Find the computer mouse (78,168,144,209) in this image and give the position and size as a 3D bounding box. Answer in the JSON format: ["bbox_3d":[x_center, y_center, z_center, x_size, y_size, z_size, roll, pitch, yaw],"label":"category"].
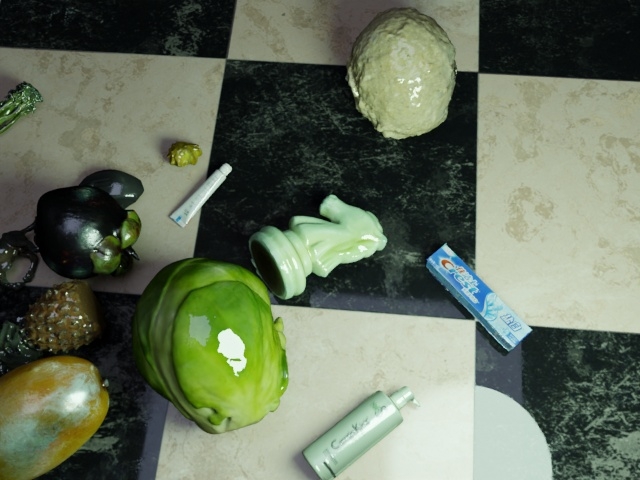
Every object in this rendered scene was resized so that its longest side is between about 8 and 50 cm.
[{"bbox_3d":[-0.518,-0.129,1.705,0.172,0.057,0.099,0,66,4],"label":"computer mouse"}]

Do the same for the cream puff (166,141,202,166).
[{"bbox_3d":[-0.338,-0.218,1.732,0.083,0.058,0.083,25,70,13],"label":"cream puff"}]

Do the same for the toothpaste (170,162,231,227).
[{"bbox_3d":[-0.287,-0.114,1.706,0.048,0.031,0.190,38,78,13],"label":"toothpaste"}]

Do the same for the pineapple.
[{"bbox_3d":[-0.654,0.228,1.537,0.364,0.165,0.165,-30,70,0],"label":"pineapple"}]

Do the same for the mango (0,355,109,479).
[{"bbox_3d":[-0.615,0.378,1.432,0.384,0.221,0.199,-25,31,-3],"label":"mango"}]

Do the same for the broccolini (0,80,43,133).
[{"bbox_3d":[-0.890,-0.276,1.782,0.392,0.079,0.074,-36,30,-10],"label":"broccolini"}]

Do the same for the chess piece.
[{"bbox_3d":[0.000,0.000,1.600,0.298,0.176,0.176,-26,69,-22],"label":"chess piece"}]

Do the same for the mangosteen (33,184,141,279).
[{"bbox_3d":[-0.525,-0.016,1.584,0.243,0.243,0.243,-1,69,2],"label":"mangosteen"}]

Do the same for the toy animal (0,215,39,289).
[{"bbox_3d":[-0.742,0.038,1.637,0.233,0.084,0.148,-44,72,-10],"label":"toy animal"}]

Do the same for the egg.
[{"bbox_3d":[0.198,-0.406,1.681,0.279,0.279,0.310,-2,81,2],"label":"egg"}]

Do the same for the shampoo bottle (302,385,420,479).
[{"bbox_3d":[0.087,0.395,1.461,0.262,0.085,0.085,-36,72,-12],"label":"shampoo bottle"}]

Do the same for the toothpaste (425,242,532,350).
[{"bbox_3d":[0.351,0.127,1.571,0.066,0.053,0.272,-39,72,-12],"label":"toothpaste"}]

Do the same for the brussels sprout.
[{"bbox_3d":[-0.231,0.212,1.449,0.276,0.315,0.371,-21,73,19],"label":"brussels sprout"}]
